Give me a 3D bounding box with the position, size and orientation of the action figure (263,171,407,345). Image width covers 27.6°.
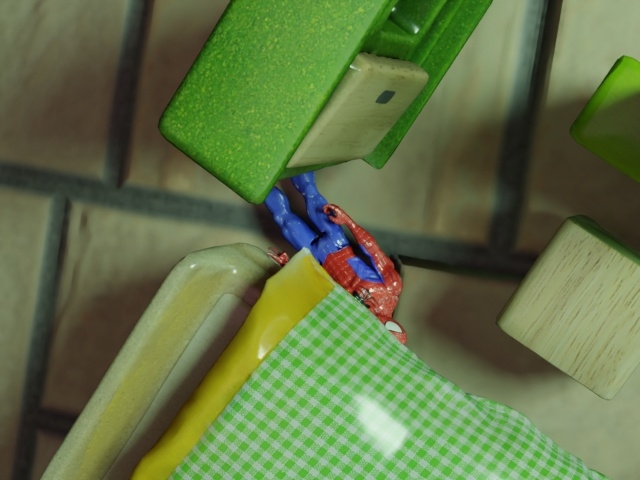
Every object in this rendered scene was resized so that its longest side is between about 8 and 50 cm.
[{"bbox_3d":[0.000,0.000,0.556,0.038,0.030,0.115,-42,76,15],"label":"action figure"}]

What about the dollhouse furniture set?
[{"bbox_3d":[0.019,0.059,0.460,0.197,0.151,0.301,35,104,9],"label":"dollhouse furniture set"}]
